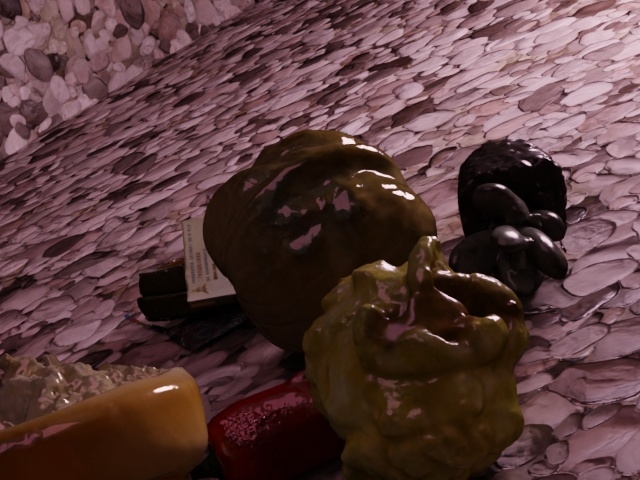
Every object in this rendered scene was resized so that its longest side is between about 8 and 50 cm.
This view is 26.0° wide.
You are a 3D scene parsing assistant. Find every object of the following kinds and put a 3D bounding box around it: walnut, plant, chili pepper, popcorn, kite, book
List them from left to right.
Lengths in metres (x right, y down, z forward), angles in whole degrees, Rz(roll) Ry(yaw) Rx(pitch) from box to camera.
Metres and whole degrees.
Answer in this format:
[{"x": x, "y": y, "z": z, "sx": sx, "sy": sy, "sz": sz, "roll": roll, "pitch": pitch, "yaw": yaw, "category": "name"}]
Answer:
[{"x": -0.195, "y": 0.110, "z": 2.079, "sx": 0.152, "sy": 0.015, "sz": 0.285, "roll": -32, "pitch": 23, "yaw": -29, "category": "kite"}, {"x": -0.050, "y": 0.012, "z": 1.976, "sx": 0.289, "sy": 0.026, "sz": 0.201, "roll": -9, "pitch": 36, "yaw": -2, "category": "book"}, {"x": -0.009, "y": 0.196, "z": 1.498, "sx": 0.387, "sy": 0.110, "sz": 0.110, "roll": -24, "pitch": 19, "yaw": -8, "category": "chili pepper"}, {"x": -0.001, "y": -0.001, "z": 1.766, "sx": 0.277, "sy": 0.253, "sz": 0.282, "roll": -30, "pitch": 20, "yaw": -17, "category": "walnut"}, {"x": 0.089, "y": 0.134, "z": 1.363, "sx": 0.195, "sy": 0.255, "sz": 0.256, "roll": 10, "pitch": 31, "yaw": -36, "category": "popcorn"}, {"x": 0.239, "y": -0.025, "z": 1.709, "sx": 0.146, "sy": 0.149, "sz": 0.274, "roll": -19, "pitch": 22, "yaw": 17, "category": "plant"}]

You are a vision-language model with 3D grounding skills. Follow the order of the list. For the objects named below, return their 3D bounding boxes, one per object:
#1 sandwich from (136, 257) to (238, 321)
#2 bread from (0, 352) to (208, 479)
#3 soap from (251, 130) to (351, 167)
[{"x": -0.151, "y": 0.042, "z": 2.071, "sx": 0.235, "sy": 0.079, "sz": 0.159, "roll": -11, "pitch": 20, "yaw": 20, "category": "sandwich"}, {"x": -0.304, "y": 0.264, "z": 1.449, "sx": 0.424, "sy": 0.245, "sz": 0.329, "roll": -17, "pitch": 17, "yaw": 23, "category": "bread"}, {"x": -0.054, "y": -0.094, "z": 2.331, "sx": 0.145, "sy": 0.091, "sz": 0.230, "roll": -3, "pitch": 27, "yaw": 47, "category": "soap"}]
